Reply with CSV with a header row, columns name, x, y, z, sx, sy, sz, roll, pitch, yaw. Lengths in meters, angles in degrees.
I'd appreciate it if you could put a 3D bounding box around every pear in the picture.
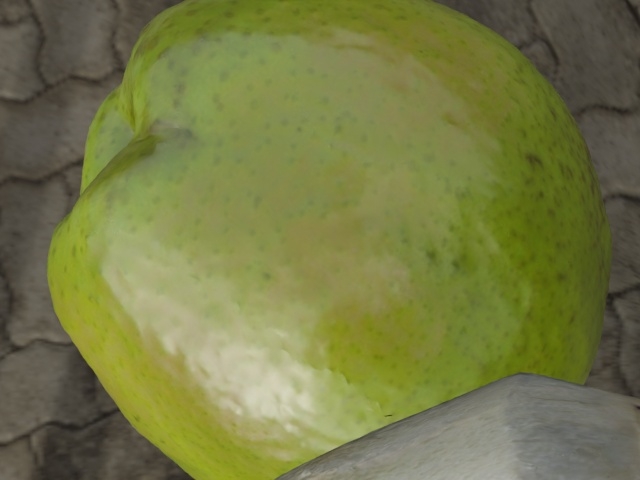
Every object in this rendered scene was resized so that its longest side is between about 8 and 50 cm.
name,x,y,z,sx,sy,sz,roll,pitch,yaw
pear,0.000,0.000,1.024,0.391,0.391,0.391,-2,85,19

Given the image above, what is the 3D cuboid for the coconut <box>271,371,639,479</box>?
name,x,y,z,sx,sy,sz,roll,pitch,yaw
coconut,0.066,0.192,0.639,0.247,0.245,0.245,-29,77,14
